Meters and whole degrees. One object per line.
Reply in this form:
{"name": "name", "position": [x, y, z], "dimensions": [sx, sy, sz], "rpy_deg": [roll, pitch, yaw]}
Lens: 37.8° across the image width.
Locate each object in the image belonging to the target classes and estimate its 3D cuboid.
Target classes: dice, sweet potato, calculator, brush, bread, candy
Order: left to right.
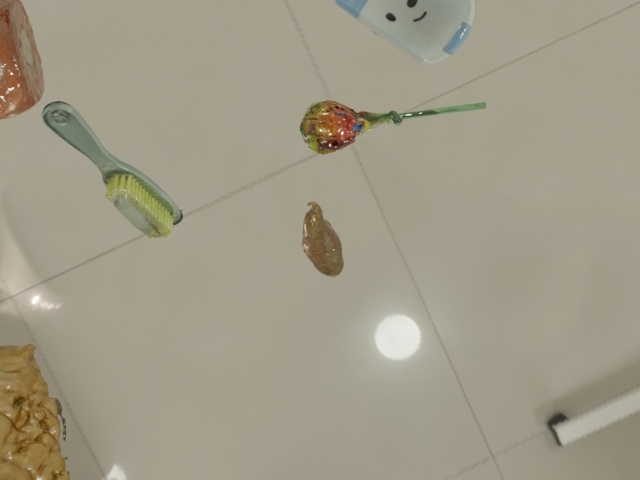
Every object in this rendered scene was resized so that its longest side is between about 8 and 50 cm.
{"name": "bread", "position": [-0.319, 0.217, 0.851], "dimensions": [0.139, 0.143, 0.229], "rpy_deg": [2, 58, -43]}
{"name": "dice", "position": [-0.567, -0.299, 1.543], "dimensions": [0.179, 0.174, 0.175], "rpy_deg": [-8, 119, -3]}
{"name": "brush", "position": [-0.287, -0.080, 1.300], "dimensions": [0.068, 0.060, 0.297], "rpy_deg": [-15, 142, 21]}
{"name": "sweet potato", "position": [0.000, 0.000, 1.418], "dimensions": [0.060, 0.206, 0.068], "rpy_deg": [-16, 61, 0]}
{"name": "candy", "position": [0.077, -0.130, 0.991], "dimensions": [0.201, 0.060, 0.060], "rpy_deg": [-8, 97, -3]}
{"name": "calculator", "position": [0.111, -0.332, 1.281], "dimensions": [0.210, 0.039, 0.121], "rpy_deg": [36, 107, -4]}
